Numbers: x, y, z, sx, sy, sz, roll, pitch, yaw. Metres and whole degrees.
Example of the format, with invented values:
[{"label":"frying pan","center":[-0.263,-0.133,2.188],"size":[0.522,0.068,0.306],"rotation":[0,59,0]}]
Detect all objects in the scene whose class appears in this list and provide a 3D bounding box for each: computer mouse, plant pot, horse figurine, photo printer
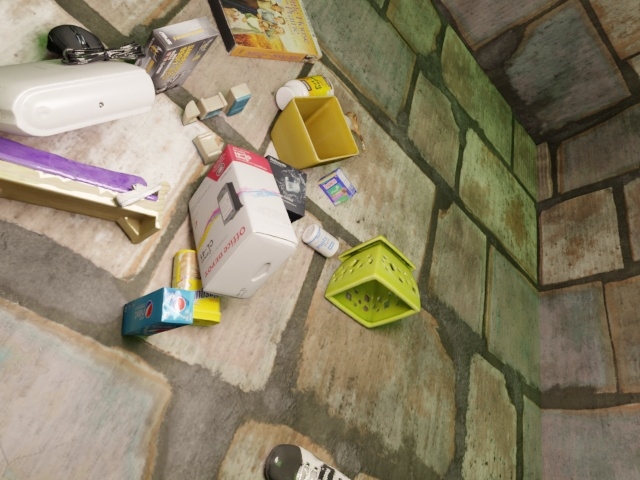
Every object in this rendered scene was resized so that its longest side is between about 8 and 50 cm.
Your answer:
[{"label":"computer mouse","center":[-0.510,-0.453,0.996],"size":[0.184,0.262,0.060],"rotation":[-19,127,-31]},{"label":"plant pot","center":[-0.038,-0.330,1.445],"size":[0.212,0.187,0.212],"rotation":[-22,89,-46]},{"label":"horse figurine","center":[0.087,-0.428,1.692],"size":[0.263,0.066,0.174],"rotation":[-8,85,-48]},{"label":"plant pot","center":[0.179,0.127,1.450],"size":[0.227,0.228,0.207],"rotation":[39,43,-26]},{"label":"photo printer","center":[-0.549,-0.303,0.909],"size":[0.308,0.256,0.107],"rotation":[-35,137,-45]}]

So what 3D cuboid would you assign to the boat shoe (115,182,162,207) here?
[{"label":"boat shoe","center":[-0.381,-0.103,0.921],"size":[0.100,0.035,0.035],"rotation":[-36,105,-38]}]

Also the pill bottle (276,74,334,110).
[{"label":"pill bottle","center":[-0.056,-0.512,1.550],"size":[0.215,0.117,0.117],"rotation":[-33,98,-46]}]

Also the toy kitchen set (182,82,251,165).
[{"label":"toy kitchen set","center":[-0.285,-0.331,1.286],"size":[0.207,0.122,0.166],"rotation":[-30,96,-26]}]

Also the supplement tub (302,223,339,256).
[{"label":"supplement tub","center":[0.000,0.000,1.432],"size":[0.107,0.071,0.071],"rotation":[35,52,-28]}]

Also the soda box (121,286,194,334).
[{"label":"soda box","center":[-0.348,0.155,0.934],"size":[0.067,0.210,0.071],"rotation":[14,65,-40]}]

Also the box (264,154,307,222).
[{"label":"box","center":[-0.131,-0.152,1.353],"size":[0.156,0.093,0.158],"rotation":[22,58,-36]}]

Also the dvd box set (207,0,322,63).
[{"label":"dvd box set","center":[-0.199,-0.795,1.567],"size":[0.421,0.062,0.307],"rotation":[-18,87,-46]}]

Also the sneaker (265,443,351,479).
[{"label":"sneaker","center":[0.009,0.629,1.136],"size":[0.330,0.146,0.122],"rotation":[42,51,-22]}]

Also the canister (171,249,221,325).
[{"label":"canister","center":[-0.307,0.117,1.089],"size":[0.126,0.073,0.169],"rotation":[16,61,-39]}]

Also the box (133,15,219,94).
[{"label":"box","center":[-0.388,-0.461,1.131],"size":[0.056,0.231,0.183],"rotation":[53,45,-10]}]

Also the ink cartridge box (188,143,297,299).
[{"label":"ink cartridge box","center":[-0.202,-0.047,1.075],"size":[0.131,0.226,0.306],"rotation":[19,36,-39]}]

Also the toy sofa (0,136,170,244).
[{"label":"toy sofa","center":[-0.520,-0.122,0.925],"size":[0.363,0.150,0.177],"rotation":[16,65,-39]}]

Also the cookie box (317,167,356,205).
[{"label":"cookie box","center":[0.058,-0.188,1.548],"size":[0.107,0.092,0.040],"rotation":[51,43,-16]}]
